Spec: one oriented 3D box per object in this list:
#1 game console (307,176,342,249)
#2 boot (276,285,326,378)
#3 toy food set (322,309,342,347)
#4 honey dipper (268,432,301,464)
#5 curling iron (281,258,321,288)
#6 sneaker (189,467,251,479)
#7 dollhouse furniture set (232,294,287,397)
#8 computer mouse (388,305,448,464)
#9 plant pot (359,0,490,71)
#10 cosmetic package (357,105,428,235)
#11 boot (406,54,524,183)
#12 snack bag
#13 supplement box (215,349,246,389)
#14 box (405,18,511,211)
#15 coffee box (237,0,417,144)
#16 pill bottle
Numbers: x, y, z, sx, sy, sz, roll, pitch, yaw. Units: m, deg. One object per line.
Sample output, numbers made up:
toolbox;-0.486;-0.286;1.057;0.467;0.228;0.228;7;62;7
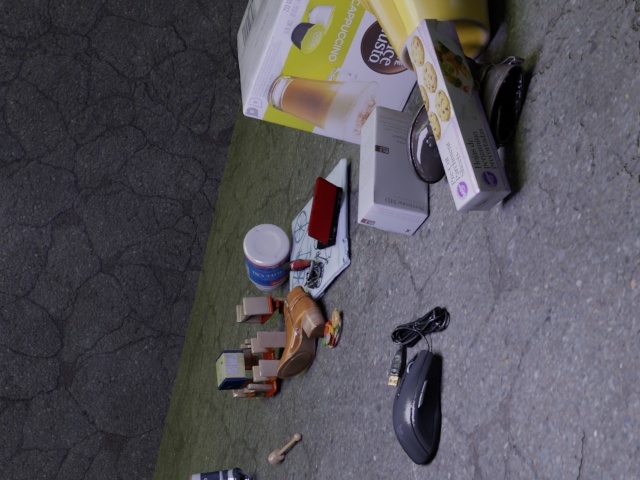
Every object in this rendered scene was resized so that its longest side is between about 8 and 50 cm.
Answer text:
game console;-0.004;-0.062;2.121;0.124;0.085;0.144;160;123;-66
boot;-0.062;0.219;2.170;0.197;0.073;0.152;-55;41;19
toy food set;0.027;0.200;2.030;0.083;0.020;0.082;134;145;-60
honey dipper;-0.080;0.493;2.154;0.161;0.030;0.030;130;149;-49
curling iron;-0.057;0.074;2.248;0.274;0.035;0.068;-170;94;-70
sneaker;-0.242;0.716;2.426;0.099;0.153;0.282;-106;3;-54
dollhouse furniture set;-0.140;0.281;2.404;0.262;0.135;0.259;134;134;-60
computer mouse;0.143;0.247;1.544;0.184;0.060;0.262;143;138;-64
plant pot;0.195;-0.440;1.626;0.254;0.254;0.239;129;134;-56
cosmetic package;0.140;-0.135;1.749;0.085;0.117;0.231;125;152;-54
boot;0.243;-0.194;1.519;0.229;0.091;0.263;-133;50;-61
snack bag;0.000;0.000;2.251;0.342;0.037;0.323;129;149;-50
supplement box;-0.235;0.338;2.373;0.083;0.056;0.083;127;140;-57
box;0.213;-0.203;1.436;0.067;0.063;0.324;-46;51;54
coffee box;0.030;-0.457;1.975;0.338;0.334;0.337;-100;29;-49
pill bottle;-0.143;0.056;2.465;0.221;0.124;0.124;91;-176;-64
